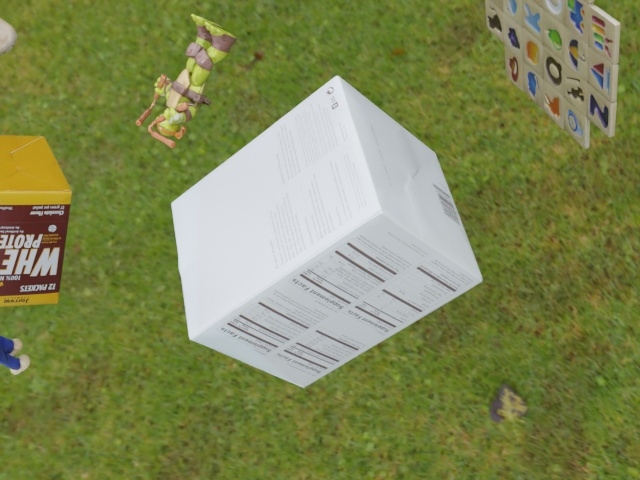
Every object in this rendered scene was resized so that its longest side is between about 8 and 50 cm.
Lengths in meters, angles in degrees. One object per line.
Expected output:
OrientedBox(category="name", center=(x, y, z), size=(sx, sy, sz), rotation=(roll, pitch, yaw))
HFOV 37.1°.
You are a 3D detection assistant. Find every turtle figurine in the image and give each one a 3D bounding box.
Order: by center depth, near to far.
OrientedBox(category="turtle figurine", center=(-0.213, -0.250, 1.560), size=(0.217, 0.087, 0.269), rotation=(-61, 22, 12))

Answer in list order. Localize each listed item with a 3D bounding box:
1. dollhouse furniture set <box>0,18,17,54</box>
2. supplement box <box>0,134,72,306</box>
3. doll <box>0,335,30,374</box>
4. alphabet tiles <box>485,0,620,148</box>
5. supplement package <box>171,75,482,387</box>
OrientedBox(category="dollhouse furniture set", center=(-0.712, -0.303, 1.613), size=(0.256, 0.362, 0.394), rotation=(31, 81, 19))
OrientedBox(category="supplement box", center=(-0.470, -0.032, 1.440), size=(0.191, 0.129, 0.194), rotation=(50, 133, 48))
OrientedBox(category="doll", center=(-0.562, 0.161, 1.573), size=(0.046, 0.189, 0.129), rotation=(-38, 59, 2))
OrientedBox(category="alphabet tiles", center=(0.309, -0.296, 1.313), size=(0.011, 0.285, 0.342), rotation=(-21, 42, -9))
OrientedBox(category="supplement package", center=(0.000, 0.000, 1.075), size=(0.263, 0.198, 0.199), rotation=(-34, 48, 24))
